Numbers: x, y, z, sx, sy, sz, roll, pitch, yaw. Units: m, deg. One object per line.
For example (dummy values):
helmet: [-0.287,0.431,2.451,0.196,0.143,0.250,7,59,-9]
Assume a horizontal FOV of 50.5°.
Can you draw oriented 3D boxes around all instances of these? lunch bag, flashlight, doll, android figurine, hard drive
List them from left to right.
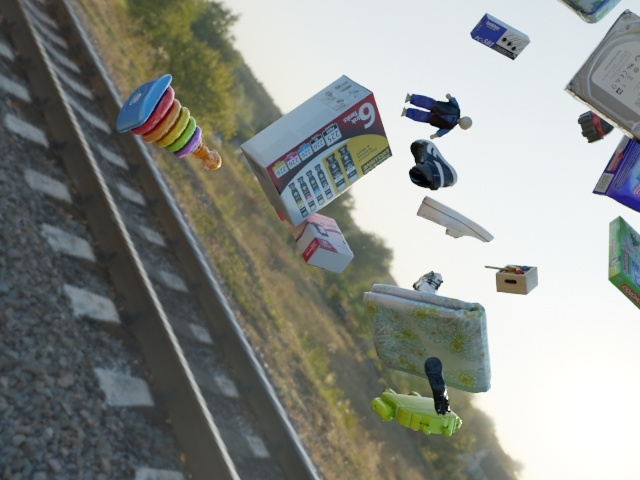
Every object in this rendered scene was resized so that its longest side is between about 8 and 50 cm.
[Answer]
android figurine: [0.271,0.480,1.883,0.248,0.056,0.273,11,4,-18]
doll: [0.310,-0.330,1.799,0.188,0.129,0.046,16,15,5]
lunch bag: [0.884,-0.837,2.235,0.090,0.176,0.219,26,25,-54]
flashlight: [0.927,-0.388,2.012,0.103,0.304,0.103,-41,105,-49]
hard drive: [0.812,-0.373,1.670,0.339,0.237,0.064,38,11,4]

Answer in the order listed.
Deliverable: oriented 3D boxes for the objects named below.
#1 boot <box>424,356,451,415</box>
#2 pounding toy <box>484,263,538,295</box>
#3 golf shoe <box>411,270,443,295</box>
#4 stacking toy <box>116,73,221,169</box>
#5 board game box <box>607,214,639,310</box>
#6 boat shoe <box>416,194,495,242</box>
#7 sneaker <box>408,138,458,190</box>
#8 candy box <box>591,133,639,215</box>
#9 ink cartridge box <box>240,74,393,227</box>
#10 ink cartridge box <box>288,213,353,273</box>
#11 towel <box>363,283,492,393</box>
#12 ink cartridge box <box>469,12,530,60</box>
boot: [0.287,0.359,1.658,0.121,0.045,0.099,-97,173,-55]
pounding toy: [0.658,0.122,2.336,0.141,0.130,0.100,4,-72,38]
golf shoe: [0.339,0.137,2.104,0.077,0.094,0.198,41,6,-9]
stacking toy: [-0.388,-0.295,1.862,0.165,0.175,0.302,-3,-35,49]
board game box: [0.925,0.084,1.967,0.213,0.046,0.317,41,38,-6]
boat shoe: [0.427,-0.049,2.162,0.258,0.084,0.095,30,11,4]
sneaker: [0.293,-0.225,1.971,0.217,0.121,0.079,53,-35,42]
candy box: [1.026,-0.187,2.017,0.317,0.268,0.122,26,9,-2]
ink cartridge box: [0.008,-0.191,1.630,0.130,0.309,0.272,43,-14,43]
ink cartridge box: [0.000,0.000,1.654,0.109,0.063,0.150,17,31,-34]
towel: [0.318,0.290,2.013,0.374,0.090,0.321,9,-46,30]
ink cartridge box: [0.668,-0.755,2.519,0.207,0.097,0.046,19,44,-23]
